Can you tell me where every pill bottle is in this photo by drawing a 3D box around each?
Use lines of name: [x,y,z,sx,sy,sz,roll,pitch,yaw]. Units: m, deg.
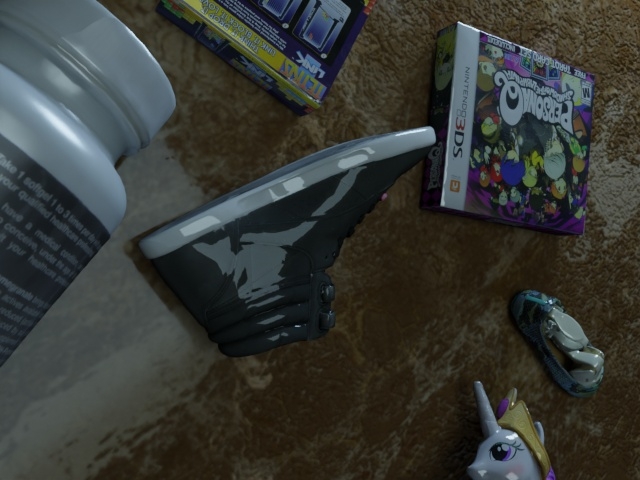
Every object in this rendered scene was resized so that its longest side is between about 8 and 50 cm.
pill bottle: [-0.242,-0.014,0.371,0.176,0.176,0.318,42,71,-20]

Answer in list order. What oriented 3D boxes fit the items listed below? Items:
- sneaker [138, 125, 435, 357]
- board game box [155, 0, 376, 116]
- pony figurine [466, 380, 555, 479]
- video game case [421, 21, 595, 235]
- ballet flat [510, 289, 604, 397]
sneaker: [0.000,0.000,0.544,0.296,0.104,0.146,-28,102,-20]
board game box: [-0.045,-0.226,0.556,0.170,0.048,0.141,33,76,-23]
pony figurine: [0.198,0.352,0.540,0.351,0.303,0.363,47,51,9]
video game case: [0.231,-0.123,0.699,0.232,0.042,0.210,9,85,-27]
ballet flat: [0.306,0.135,0.716,0.188,0.070,0.070,43,70,-20]
